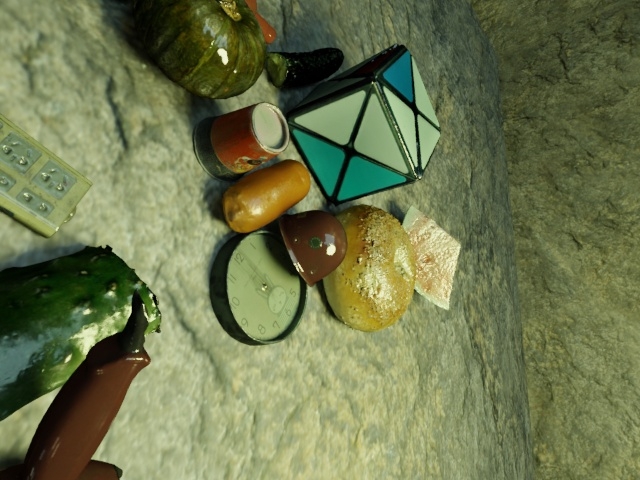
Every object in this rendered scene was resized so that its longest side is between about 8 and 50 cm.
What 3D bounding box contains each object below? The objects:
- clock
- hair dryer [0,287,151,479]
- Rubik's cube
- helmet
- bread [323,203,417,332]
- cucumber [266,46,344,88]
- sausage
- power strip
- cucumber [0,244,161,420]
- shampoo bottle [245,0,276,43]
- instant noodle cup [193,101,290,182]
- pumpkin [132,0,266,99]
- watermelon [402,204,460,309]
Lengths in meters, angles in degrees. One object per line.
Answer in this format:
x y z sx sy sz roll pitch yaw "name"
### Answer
-0.105 0.086 0.758 0.214 0.041 0.215 17 68 -49 "clock"
-0.270 0.181 0.348 0.312 0.123 0.341 23 101 -48 "hair dryer"
0.108 -0.265 0.949 0.247 0.248 0.250 58 41 -24 "Rubik's cube"
0.000 0.000 0.810 0.175 0.106 0.155 -47 113 -81 "helmet"
0.127 0.062 0.965 0.305 0.158 0.306 19 65 -49 "bread"
-0.020 -0.413 0.964 0.303 0.072 0.081 -38 110 -50 "cucumber"
-0.096 -0.090 0.774 0.238 0.098 0.098 -40 112 -51 "sausage"
-0.389 -0.111 0.449 0.268 0.034 0.092 46 49 -35 "power strip"
-0.332 0.111 0.418 0.325 0.105 0.145 -31 106 -48 "cucumber"
-0.179 -0.455 0.767 0.244 0.085 0.086 20 66 -51 "shampoo bottle"
-0.130 -0.176 0.712 0.127 0.135 0.127 14 71 -49 "instant noodle cup"
-0.190 -0.332 0.660 0.223 0.157 0.224 31 44 -37 "pumpkin"
0.327 0.054 1.226 0.255 0.176 0.260 16 91 -41 "watermelon"
